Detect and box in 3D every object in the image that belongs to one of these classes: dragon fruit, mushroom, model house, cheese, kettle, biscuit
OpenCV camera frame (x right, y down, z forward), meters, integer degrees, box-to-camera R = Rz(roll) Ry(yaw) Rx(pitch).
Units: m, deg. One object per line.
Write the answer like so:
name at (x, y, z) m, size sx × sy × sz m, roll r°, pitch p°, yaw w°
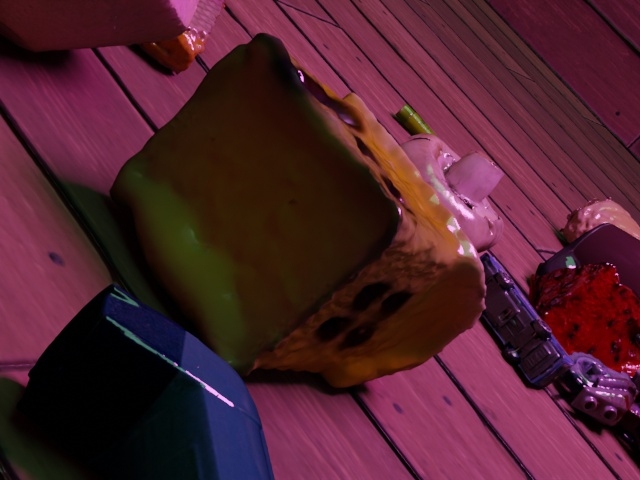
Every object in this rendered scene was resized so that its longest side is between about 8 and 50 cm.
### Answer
dragon fruit at (0.315, 0.100, 1.353) m, size 0.192 × 0.122 × 0.092 m, roll 35°, pitch 6°, yaw -16°
mushroom at (0.133, -0.047, 1.278) m, size 0.154 × 0.122 × 0.154 m, roll 45°, pitch 18°, yaw -19°
model house at (0.000, 0.000, 0.889) m, size 0.193 × 0.175 × 0.234 m, roll 54°, pitch 12°, yaw 28°
cheese at (0.435, 0.027, 1.761) m, size 0.123 × 0.094 × 0.167 m, roll 26°, pitch 26°, yaw -45°
kettle at (0.379, 0.094, 1.495) m, size 0.202 × 0.144 × 0.232 m, roll -24°, pitch 58°, yaw -36°
biscuit at (-0.143, -0.263, 1.277) m, size 0.094 × 0.054 × 0.378 m, roll 39°, pitch 20°, yaw -13°

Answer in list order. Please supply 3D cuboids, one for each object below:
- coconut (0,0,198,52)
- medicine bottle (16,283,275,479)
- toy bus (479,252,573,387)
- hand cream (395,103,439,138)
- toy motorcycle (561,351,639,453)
coconut at (-0.186, -0.262, 0.937) m, size 0.233 × 0.245 × 0.233 m, roll 18°, pitch -15°, yaw 5°
medicine bottle at (-0.065, 0.139, 0.561) m, size 0.124 × 0.079 × 0.258 m, roll 34°, pitch 22°, yaw -35°
toy bus at (0.200, 0.082, 1.251) m, size 0.061 × 0.051 × 0.153 m, roll 28°, pitch 24°, yaw -52°
hand cream at (0.148, -0.130, 1.629) m, size 0.122 × 0.023 × 0.036 m, roll 48°, pitch 19°, yaw 0°
toy motorcycle at (0.343, 0.193, 1.271) m, size 0.213 × 0.082 × 0.122 m, roll 26°, pitch 24°, yaw -14°
